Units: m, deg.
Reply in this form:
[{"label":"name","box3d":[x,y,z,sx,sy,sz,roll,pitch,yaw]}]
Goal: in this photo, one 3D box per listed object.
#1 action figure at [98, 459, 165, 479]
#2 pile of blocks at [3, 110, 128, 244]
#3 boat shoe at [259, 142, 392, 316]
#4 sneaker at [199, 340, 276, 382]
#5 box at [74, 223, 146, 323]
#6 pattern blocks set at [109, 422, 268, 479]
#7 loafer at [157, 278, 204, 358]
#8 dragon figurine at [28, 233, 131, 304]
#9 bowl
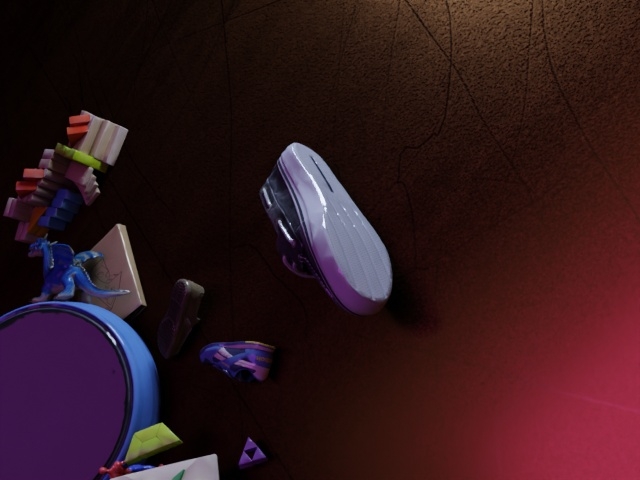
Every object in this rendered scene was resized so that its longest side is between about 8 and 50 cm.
[{"label":"action figure","box3d":[-0.296,0.364,1.159,0.030,0.115,0.038,7,78,41]},{"label":"pile of blocks","box3d":[-0.556,-0.124,1.557,0.362,0.112,0.149,-50,50,15]},{"label":"boat shoe","box3d":[0.000,0.000,1.062,0.119,0.121,0.335,-51,38,24]},{"label":"sneaker","box3d":[-0.133,0.187,1.131,0.144,0.053,0.059,-9,71,38]},{"label":"box","box3d":[-0.410,0.091,1.418,0.164,0.021,0.201,-41,52,22]},{"label":"pattern blocks set","box3d":[-0.217,0.390,1.040,0.324,0.026,0.285,-27,54,-5]},{"label":"loafer","box3d":[-0.230,0.134,1.235,0.056,0.050,0.148,44,119,44]},{"label":"dragon figurine","box3d":[-0.473,0.052,1.411,0.289,0.085,0.144,-8,70,40]},{"label":"bowl","box3d":[-0.464,0.286,1.244,0.390,0.077,0.391,-4,69,10]}]
